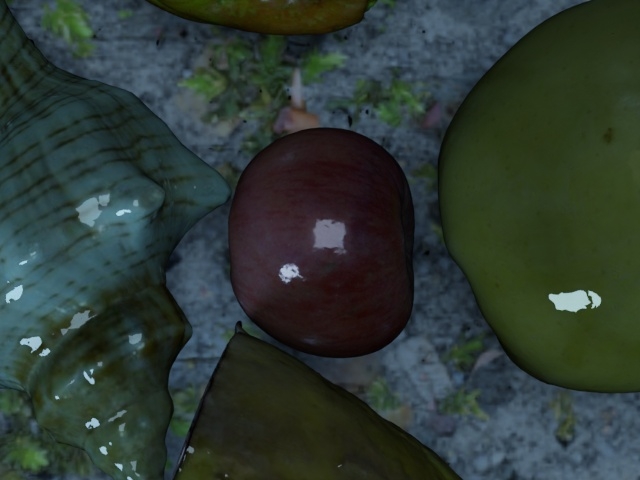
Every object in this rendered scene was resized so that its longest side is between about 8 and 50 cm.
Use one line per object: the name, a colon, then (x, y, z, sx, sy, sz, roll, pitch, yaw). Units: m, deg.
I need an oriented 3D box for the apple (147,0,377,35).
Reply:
apple: (-0.040, -0.261, 1.200, 0.246, 0.246, 0.226, 0, 72, -6)

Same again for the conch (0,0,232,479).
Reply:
conch: (-0.159, -0.017, 1.211, 0.203, 0.169, 0.386, -12, 89, -25)

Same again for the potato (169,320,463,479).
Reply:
potato: (0.020, 0.210, 1.189, 0.266, 0.229, 0.229, 24, 84, -2)

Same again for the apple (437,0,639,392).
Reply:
apple: (0.206, -0.028, 1.212, 0.262, 0.262, 0.262, 0, 86, -6)

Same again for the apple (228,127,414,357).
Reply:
apple: (0.000, 0.000, 1.231, 0.120, 0.153, 0.153, -3, 86, 9)
